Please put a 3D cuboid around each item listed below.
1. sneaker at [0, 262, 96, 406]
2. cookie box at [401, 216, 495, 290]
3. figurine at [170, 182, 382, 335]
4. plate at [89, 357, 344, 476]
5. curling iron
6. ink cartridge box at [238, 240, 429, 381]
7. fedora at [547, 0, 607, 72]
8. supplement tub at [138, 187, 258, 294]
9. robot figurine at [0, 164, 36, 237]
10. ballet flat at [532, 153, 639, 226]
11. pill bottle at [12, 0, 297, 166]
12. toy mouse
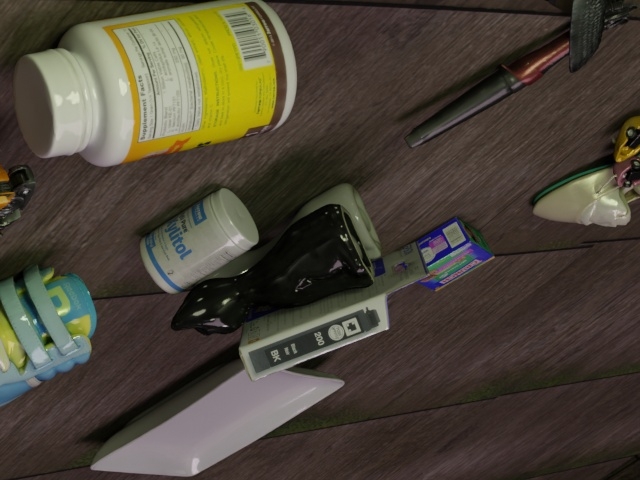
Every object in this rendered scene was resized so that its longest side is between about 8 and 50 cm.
[{"bbox_3d":[-0.337,0.092,1.851,0.208,0.127,0.319,-29,171,13],"label":"sneaker"},{"bbox_3d":[0.157,0.018,2.386,0.092,0.040,0.107,-32,160,14],"label":"cookie box"},{"bbox_3d":[-0.050,0.028,2.027,0.209,0.092,0.215,-24,-172,10],"label":"figurine"},{"bbox_3d":[-0.139,0.229,2.553,0.278,0.045,0.277,-32,158,18],"label":"plate"},{"bbox_3d":[0.199,-0.177,1.958,0.274,0.035,0.068,-32,155,15],"label":"curling iron"},{"bbox_3d":[0.019,0.071,2.006,0.208,0.045,0.206,-22,-171,4],"label":"ink cartridge box"},{"bbox_3d":[0.146,-0.277,1.371,0.152,0.334,0.334,9,161,8],"label":"fedora"},{"bbox_3d":[-0.125,0.001,1.959,0.107,0.071,0.071,-33,159,16],"label":"supplement tub"},{"bbox_3d":[-0.379,-0.006,1.612,0.291,0.085,0.211,-36,158,28],"label":"robot figurine"},{"bbox_3d":[0.390,-0.065,2.399,0.248,0.086,0.086,-24,160,-3],"label":"ballet flat"},{"bbox_3d":[-0.135,-0.127,1.555,0.215,0.117,0.117,-14,157,-29],"label":"pill bottle"},{"bbox_3d":[0.402,-0.113,2.331,0.143,0.031,0.161,8,131,-43],"label":"toy mouse"}]
